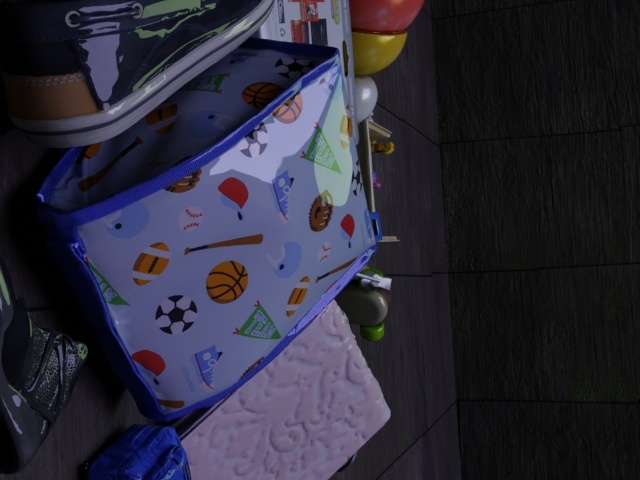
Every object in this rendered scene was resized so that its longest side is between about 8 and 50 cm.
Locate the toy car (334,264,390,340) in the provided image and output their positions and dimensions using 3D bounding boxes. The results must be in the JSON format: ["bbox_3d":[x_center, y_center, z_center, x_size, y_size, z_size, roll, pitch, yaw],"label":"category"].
[{"bbox_3d":[0.092,0.095,1.821,0.188,0.149,0.155,-57,149,-53],"label":"toy car"}]

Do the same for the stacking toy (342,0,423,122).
[{"bbox_3d":[0.080,-0.486,1.841,0.350,0.351,0.479,-49,151,-65],"label":"stacking toy"}]

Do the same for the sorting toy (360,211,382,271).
[{"bbox_3d":[0.000,0.000,1.664,0.348,0.047,0.195,-35,111,-46],"label":"sorting toy"}]

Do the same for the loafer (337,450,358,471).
[{"bbox_3d":[0.026,0.336,1.717,0.084,0.096,0.267,46,32,-33],"label":"loafer"}]

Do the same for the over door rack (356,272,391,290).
[{"bbox_3d":[-0.006,0.139,1.364,0.324,0.108,0.239,20,78,-41],"label":"over door rack"}]

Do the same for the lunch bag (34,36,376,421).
[{"bbox_3d":[-0.137,-0.019,1.022,0.385,0.239,0.327,-48,137,-35],"label":"lunch bag"}]

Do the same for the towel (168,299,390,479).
[{"bbox_3d":[-0.055,0.269,1.231,0.317,0.053,0.331,-41,138,-14],"label":"towel"}]

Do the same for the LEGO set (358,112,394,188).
[{"bbox_3d":[0.133,-0.215,2.126,0.087,0.093,0.227,31,57,-68],"label":"LEGO set"}]

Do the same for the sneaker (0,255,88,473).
[{"bbox_3d":[-0.290,0.088,0.790,0.130,0.087,0.227,-60,145,-62],"label":"sneaker"}]

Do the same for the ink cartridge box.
[{"bbox_3d":[-0.063,-0.281,1.364,0.272,0.130,0.309,-24,113,-55],"label":"ink cartridge box"}]

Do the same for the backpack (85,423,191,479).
[{"bbox_3d":[-0.201,0.277,0.992,0.120,0.101,0.097,-55,144,-68],"label":"backpack"}]

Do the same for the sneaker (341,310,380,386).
[{"bbox_3d":[0.045,0.208,1.617,0.290,0.106,0.123,48,56,-40],"label":"sneaker"}]

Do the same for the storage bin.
[{"bbox_3d":[0.092,-0.123,1.933,0.260,0.123,0.262,0,86,-72],"label":"storage bin"}]

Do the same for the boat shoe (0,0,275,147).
[{"bbox_3d":[-0.187,-0.286,0.969,0.500,0.187,0.155,-57,145,-48],"label":"boat shoe"}]
